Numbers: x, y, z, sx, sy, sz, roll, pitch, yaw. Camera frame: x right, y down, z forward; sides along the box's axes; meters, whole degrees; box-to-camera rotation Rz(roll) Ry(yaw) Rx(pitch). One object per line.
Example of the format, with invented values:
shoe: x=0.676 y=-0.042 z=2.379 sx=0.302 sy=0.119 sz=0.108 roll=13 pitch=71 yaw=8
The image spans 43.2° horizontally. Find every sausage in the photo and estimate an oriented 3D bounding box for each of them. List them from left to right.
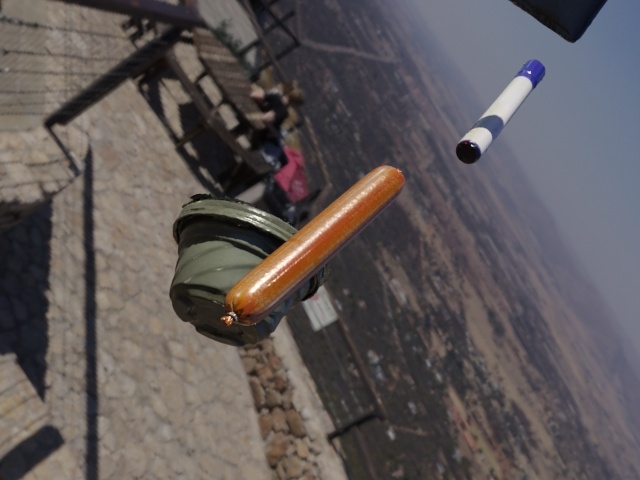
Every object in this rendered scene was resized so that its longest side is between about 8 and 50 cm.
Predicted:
sausage: x=0.000 y=0.000 z=0.989 sx=0.348 sy=0.053 sz=0.053 roll=-41 pitch=102 yaw=-36

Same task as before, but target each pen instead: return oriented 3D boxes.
pen: x=0.224 y=-0.162 z=0.984 sx=0.033 sy=0.033 sz=0.269 roll=56 pitch=41 yaw=-11

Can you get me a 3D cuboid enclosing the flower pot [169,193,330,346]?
flower pot: x=-0.117 y=0.058 z=1.122 sx=0.235 sy=0.236 sz=0.140 roll=48 pitch=50 yaw=-36

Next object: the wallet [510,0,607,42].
wallet: x=0.292 y=-0.341 z=0.844 sx=0.124 sy=0.244 sz=0.025 roll=34 pitch=12 yaw=-4
